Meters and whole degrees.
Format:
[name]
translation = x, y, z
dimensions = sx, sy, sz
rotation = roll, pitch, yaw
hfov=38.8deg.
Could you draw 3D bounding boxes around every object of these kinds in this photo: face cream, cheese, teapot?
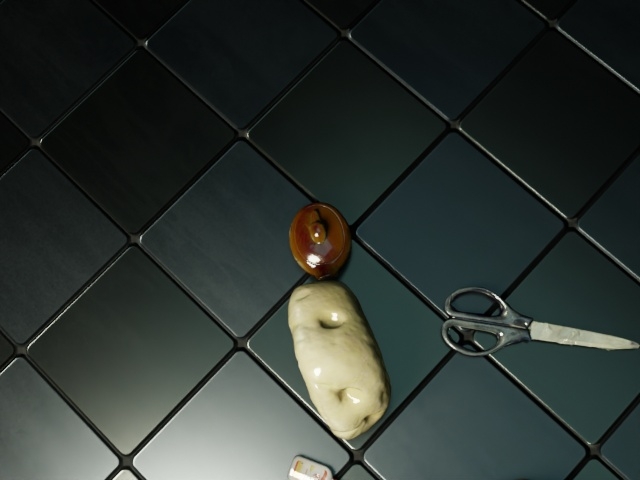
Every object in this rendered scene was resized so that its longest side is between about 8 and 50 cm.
[face cream]
translation = -0.006, 0.353, 1.363
dimensions = 0.083, 0.021, 0.040
rotation = 19, 78, 8
[cheese]
translation = 0.028, 0.171, 1.318
dimensions = 0.117, 0.218, 0.235
rotation = -22, 96, 1
[teapot]
translation = 0.000, 0.000, 1.429
dimensions = 0.098, 0.078, 0.129
rotation = -8, 75, 1

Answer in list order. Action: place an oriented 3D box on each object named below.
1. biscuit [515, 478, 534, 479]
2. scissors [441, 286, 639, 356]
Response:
[biscuit]
translation = 0.303, 0.485, 1.271
dimensions = 0.296, 0.102, 0.296
rotation = 0, 74, 1
[scissors]
translation = 0.339, 0.139, 1.402
dimensions = 0.300, 0.022, 0.109
rotation = 8, 79, 4
